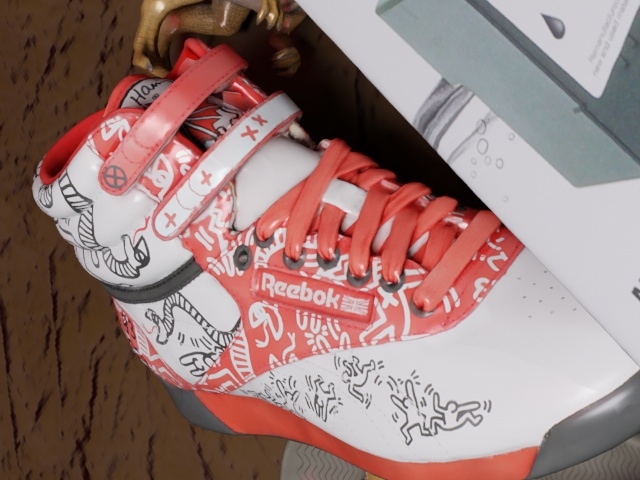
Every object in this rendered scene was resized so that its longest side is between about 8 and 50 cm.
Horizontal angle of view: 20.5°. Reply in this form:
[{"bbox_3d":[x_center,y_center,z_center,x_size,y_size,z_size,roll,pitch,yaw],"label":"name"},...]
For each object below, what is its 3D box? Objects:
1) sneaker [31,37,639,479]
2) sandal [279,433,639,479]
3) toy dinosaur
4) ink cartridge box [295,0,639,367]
[{"bbox_3d":[-0.001,0.001,0.620,0.270,0.090,0.145,-1,128,52],"label":"sneaker"},{"bbox_3d":[0.061,0.097,0.640,0.219,0.060,0.090,11,102,43],"label":"sandal"},{"bbox_3d":[-0.045,-0.116,0.734,0.211,0.064,0.112,30,88,34],"label":"toy dinosaur"},{"bbox_3d":[0.130,-0.088,0.511,0.289,0.121,0.211,48,125,30],"label":"ink cartridge box"}]
